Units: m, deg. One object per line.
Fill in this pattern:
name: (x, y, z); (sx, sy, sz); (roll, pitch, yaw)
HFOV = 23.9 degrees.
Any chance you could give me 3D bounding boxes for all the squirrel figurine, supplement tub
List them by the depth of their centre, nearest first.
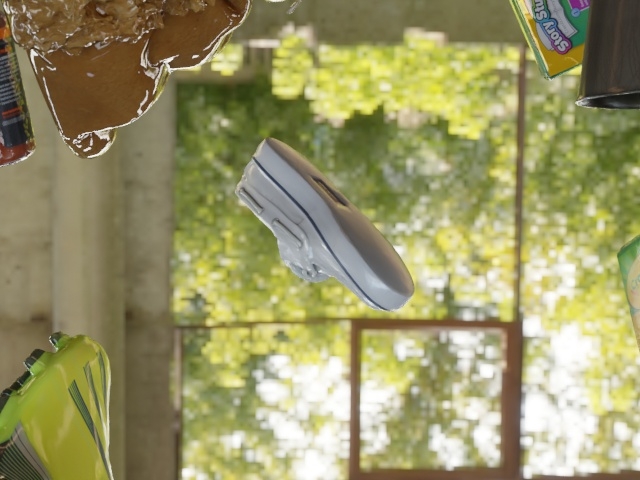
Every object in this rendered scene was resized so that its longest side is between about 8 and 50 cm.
squirrel figurine: (-0.122, -0.282, 1.472); (0.370, 0.281, 0.397); (-17, 176, -3)
supplement tub: (-0.370, -0.177, 1.597); (0.106, 0.198, 0.106); (-8, -164, 2)

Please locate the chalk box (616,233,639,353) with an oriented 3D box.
chalk box: (0.339, 0.046, 1.071); (0.180, 0.289, 0.179); (-3, 161, -18)

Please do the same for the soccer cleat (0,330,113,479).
soccer cleat: (-0.152, 0.153, 0.865); (0.121, 0.093, 0.289); (34, -160, -13)

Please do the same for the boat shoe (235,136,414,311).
boat shoe: (0.000, 0.000, 1.524); (0.095, 0.084, 0.258); (20, -157, -44)

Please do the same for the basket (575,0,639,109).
basket: (0.292, -0.221, 1.161); (0.204, 0.226, 0.154); (-3, 179, -9)

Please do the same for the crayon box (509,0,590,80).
crayon box: (0.269, -0.335, 1.661); (0.165, 0.278, 0.081); (-24, -175, 6)
